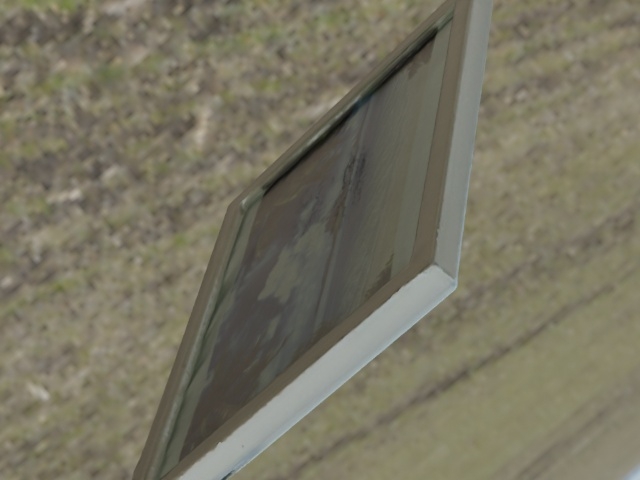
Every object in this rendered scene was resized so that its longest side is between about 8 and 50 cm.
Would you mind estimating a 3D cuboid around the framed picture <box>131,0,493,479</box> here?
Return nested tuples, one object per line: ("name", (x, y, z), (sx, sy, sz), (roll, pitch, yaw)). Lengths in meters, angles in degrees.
("framed picture", (0.000, 0.000, 0.929), (0.232, 0.024, 0.315), (-42, -161, 28))
